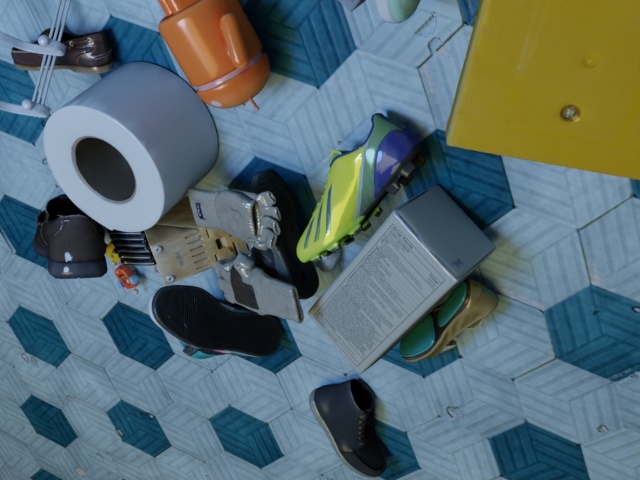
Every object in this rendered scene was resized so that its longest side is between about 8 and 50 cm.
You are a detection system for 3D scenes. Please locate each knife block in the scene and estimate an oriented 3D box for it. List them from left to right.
[{"bbox_3d":[-0.257,-0.030,1.712,0.275,0.242,0.088,-21,123,-7],"label":"knife block"}]

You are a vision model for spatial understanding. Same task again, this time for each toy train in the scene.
[{"bbox_3d":[-0.371,0.039,1.859,0.166,0.046,0.125,-22,112,46],"label":"toy train"}]

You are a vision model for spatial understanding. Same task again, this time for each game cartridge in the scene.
[{"bbox_3d":[0.324,-0.230,1.116,0.285,0.053,0.324,10,131,0],"label":"game cartridge"}]

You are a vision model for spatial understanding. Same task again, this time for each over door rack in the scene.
[{"bbox_3d":[-0.567,-0.335,1.541,0.324,0.239,0.108,9,171,27],"label":"over door rack"}]

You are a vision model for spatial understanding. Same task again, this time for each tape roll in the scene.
[{"bbox_3d":[-0.320,-0.159,1.571,0.246,0.169,0.246,18,133,20],"label":"tape roll"}]

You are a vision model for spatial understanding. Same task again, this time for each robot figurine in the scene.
[{"bbox_3d":[-0.157,-0.292,1.384,0.158,0.128,0.219,-16,115,33],"label":"robot figurine"}]

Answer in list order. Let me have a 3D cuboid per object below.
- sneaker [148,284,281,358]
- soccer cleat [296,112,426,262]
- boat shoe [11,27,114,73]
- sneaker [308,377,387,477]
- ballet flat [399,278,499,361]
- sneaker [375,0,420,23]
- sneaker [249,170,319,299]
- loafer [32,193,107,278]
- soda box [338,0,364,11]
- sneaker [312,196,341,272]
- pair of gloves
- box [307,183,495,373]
[{"bbox_3d":[-0.236,0.153,1.752,0.178,0.124,0.295,-6,157,45],"label":"sneaker"},{"bbox_3d":[0.043,-0.078,1.437,0.121,0.093,0.289,47,123,7],"label":"soccer cleat"},{"bbox_3d":[-0.447,-0.332,1.588,0.207,0.073,0.073,5,125,22],"label":"boat shoe"},{"bbox_3d":[0.080,0.370,1.801,0.118,0.083,0.222,-26,107,43],"label":"sneaker"},{"bbox_3d":[0.215,0.146,1.540,0.073,0.080,0.232,18,142,-18],"label":"ballet flat"},{"bbox_3d":[0.165,-0.355,1.105,0.151,0.094,0.256,35,123,20],"label":"sneaker"},{"bbox_3d":[-0.092,-0.003,1.593,0.130,0.087,0.227,-8,106,48],"label":"sneaker"},{"bbox_3d":[-0.461,-0.026,1.740,0.366,0.134,0.130,-154,65,-63],"label":"loafer"},{"bbox_3d":[-0.025,-0.439,1.204,0.286,0.091,0.098,40,138,0],"label":"soda box"},{"bbox_3d":[0.000,0.000,1.569,0.053,0.061,0.152,15,133,20],"label":"sneaker"},{"bbox_3d":[-0.118,0.021,1.537,0.204,0.042,0.240,7,121,46],"label":"pair of gloves"},{"bbox_3d":[0.122,0.067,1.480,0.148,0.121,0.311,50,137,9],"label":"box"}]
